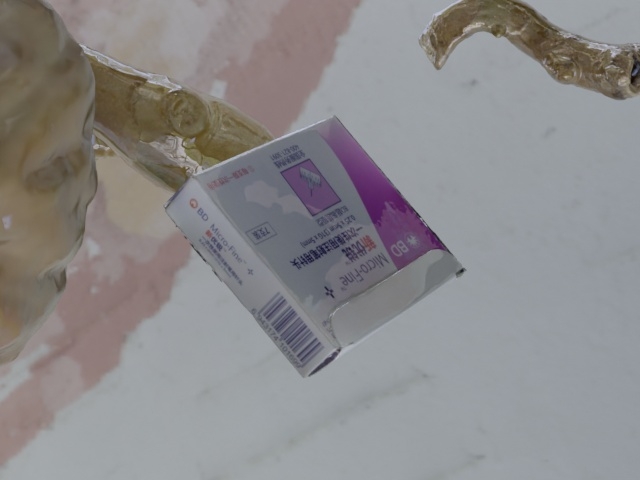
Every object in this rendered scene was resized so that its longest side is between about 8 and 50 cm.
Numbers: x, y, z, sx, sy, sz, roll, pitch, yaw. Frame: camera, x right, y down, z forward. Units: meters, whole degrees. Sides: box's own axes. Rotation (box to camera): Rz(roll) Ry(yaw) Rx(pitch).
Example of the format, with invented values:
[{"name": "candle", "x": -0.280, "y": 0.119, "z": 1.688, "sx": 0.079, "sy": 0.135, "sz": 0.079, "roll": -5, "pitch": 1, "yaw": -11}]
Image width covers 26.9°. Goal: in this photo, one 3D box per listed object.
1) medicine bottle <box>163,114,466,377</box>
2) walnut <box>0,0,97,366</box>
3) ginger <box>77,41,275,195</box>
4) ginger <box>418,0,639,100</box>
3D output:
[{"name": "medicine bottle", "x": 0.000, "y": 0.000, "z": 1.015, "sx": 0.171, "sy": 0.201, "sz": 0.052, "roll": 50, "pitch": -54, "yaw": 9}, {"name": "walnut", "x": -0.171, "y": -0.032, "z": 0.429, "sx": 0.245, "sy": 0.198, "sz": 0.198, "roll": 17, "pitch": -87, "yaw": 54}, {"name": "ginger", "x": -0.236, "y": -0.130, "z": 1.135, "sx": 0.363, "sy": 0.348, "sz": 0.122, "roll": 9, "pitch": -118, "yaw": 38}, {"name": "ginger", "x": 0.224, "y": -0.160, "z": 1.166, "sx": 0.288, "sy": 0.089, "sz": 0.075, "roll": 13, "pitch": -56, "yaw": 11}]
